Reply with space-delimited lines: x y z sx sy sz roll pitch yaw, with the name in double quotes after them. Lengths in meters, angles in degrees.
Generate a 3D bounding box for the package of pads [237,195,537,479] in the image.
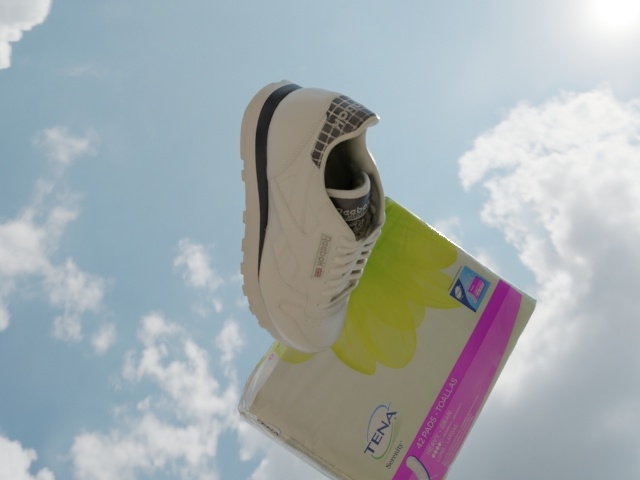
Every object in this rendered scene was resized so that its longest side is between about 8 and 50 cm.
0.073 0.124 0.836 0.229 0.101 0.296 35 -112 -3 "package of pads"

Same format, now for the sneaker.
0.000 0.000 0.568 0.090 0.094 0.235 -40 -43 -40 "sneaker"
